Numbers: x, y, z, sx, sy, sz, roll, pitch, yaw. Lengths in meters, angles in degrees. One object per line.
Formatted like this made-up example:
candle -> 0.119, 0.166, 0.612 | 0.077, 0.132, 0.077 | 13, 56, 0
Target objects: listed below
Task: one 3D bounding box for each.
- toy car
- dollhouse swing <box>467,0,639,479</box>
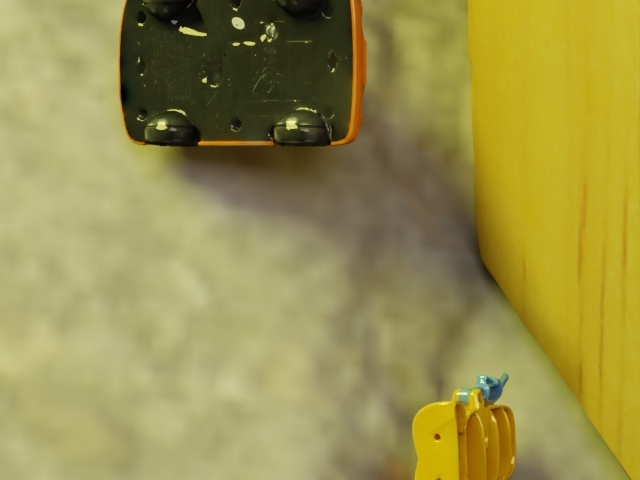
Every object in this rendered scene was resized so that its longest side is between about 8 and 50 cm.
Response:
toy car -> 0.000, 0.000, 0.398 | 0.040, 0.060, 0.122 | -7, 80, -61
dollhouse swing -> 0.247, -0.048, 0.310 | 0.347, 0.315, 0.305 | -22, 41, -19
